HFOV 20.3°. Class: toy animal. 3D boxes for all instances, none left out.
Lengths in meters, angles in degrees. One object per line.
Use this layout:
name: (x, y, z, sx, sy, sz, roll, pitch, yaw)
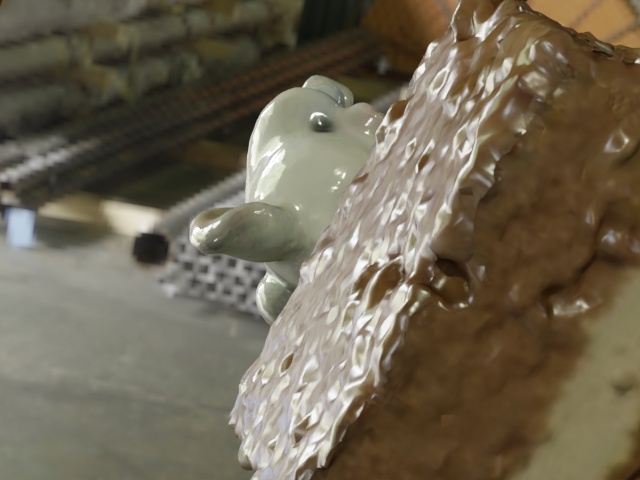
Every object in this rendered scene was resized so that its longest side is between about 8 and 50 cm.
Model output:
toy animal: (0.004, -0.010, 1.606, 0.196, 0.241, 0.367, 25, 7, 2)

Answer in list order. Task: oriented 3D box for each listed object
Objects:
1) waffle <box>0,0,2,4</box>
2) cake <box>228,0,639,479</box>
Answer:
waffle: (-0.364, -0.294, 1.420, 0.151, 0.324, 0.261, -9, -14, 29)
cake: (0.134, 0.061, 0.804, 0.290, 0.282, 0.256, 29, 9, -9)
